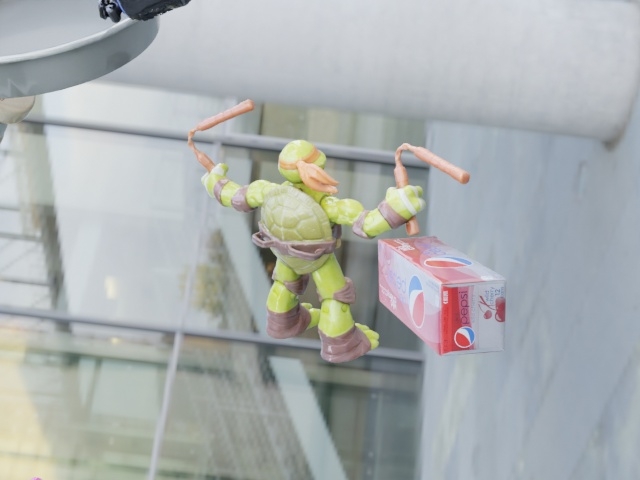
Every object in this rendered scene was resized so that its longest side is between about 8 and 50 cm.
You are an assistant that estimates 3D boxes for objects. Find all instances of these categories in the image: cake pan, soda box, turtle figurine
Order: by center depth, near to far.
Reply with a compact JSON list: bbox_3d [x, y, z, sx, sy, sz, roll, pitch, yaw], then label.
[{"bbox_3d":[0.000,0.000,1.007,0.087,0.270,0.217,-49,-40,-49],"label":"turtle figurine"},{"bbox_3d":[-0.296,-0.229,1.194,0.293,0.293,0.054,-84,-10,-54],"label":"cake pan"},{"bbox_3d":[0.145,0.062,1.449,0.263,0.084,0.092,-141,48,-73],"label":"soda box"}]

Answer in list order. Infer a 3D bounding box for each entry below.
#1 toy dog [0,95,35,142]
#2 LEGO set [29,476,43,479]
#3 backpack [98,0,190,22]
[{"bbox_3d":[-0.617,-0.229,1.793,0.220,0.334,0.161,110,-178,-48],"label":"toy dog"},{"bbox_3d":[-0.398,0.368,1.416,0.107,0.132,0.287,59,174,-14],"label":"LEGO set"},{"bbox_3d":[-0.149,-0.279,0.992,0.173,0.117,0.158,-91,-22,-71],"label":"backpack"}]
